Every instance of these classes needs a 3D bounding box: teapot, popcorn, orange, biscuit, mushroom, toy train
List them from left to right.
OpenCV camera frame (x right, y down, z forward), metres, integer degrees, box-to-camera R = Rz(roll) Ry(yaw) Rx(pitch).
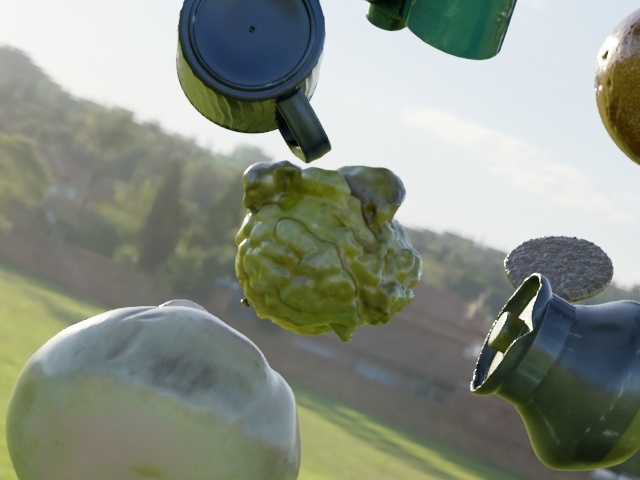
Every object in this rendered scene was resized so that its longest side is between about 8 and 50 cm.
[{"bbox_3d":[-0.190,0.238,1.865,0.325,0.353,0.353,62,6,7],"label":"mushroom"},{"bbox_3d":[0.000,0.000,1.852,0.206,0.237,0.251,20,-42,59],"label":"popcorn"},{"bbox_3d":[0.104,-0.253,1.138,0.159,0.248,0.101,33,40,25],"label":"toy train"},{"bbox_3d":[0.258,0.030,1.651,0.120,0.015,0.120,-2,35,1],"label":"biscuit"},{"bbox_3d":[0.171,0.092,1.078,0.119,0.130,0.166,30,-9,-4],"label":"teapot"},{"bbox_3d":[0.379,-0.161,1.586,0.206,0.206,0.206,20,0,0],"label":"orange"}]

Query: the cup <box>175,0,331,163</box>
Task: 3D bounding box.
[{"bbox_3d":[-0.038,-0.137,1.151,0.150,0.113,0.138,30,-5,-1],"label":"cup"}]
